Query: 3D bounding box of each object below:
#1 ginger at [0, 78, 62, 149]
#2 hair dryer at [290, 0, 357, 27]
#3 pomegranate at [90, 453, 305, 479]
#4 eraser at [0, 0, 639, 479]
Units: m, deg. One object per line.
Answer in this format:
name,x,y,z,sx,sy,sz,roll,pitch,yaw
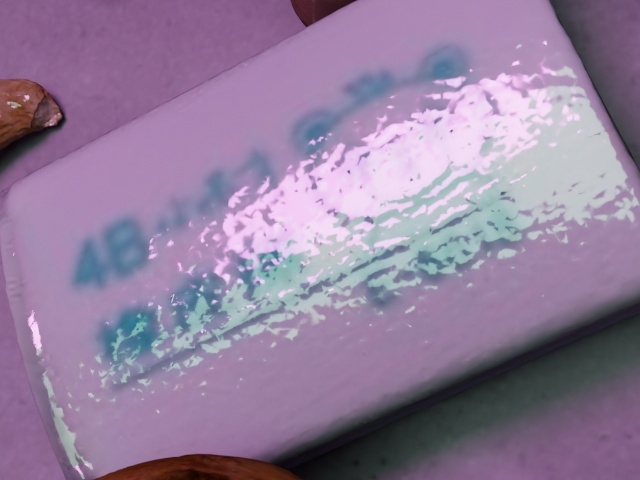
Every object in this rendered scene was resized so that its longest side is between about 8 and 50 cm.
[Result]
ginger,-0.215,-0.047,0.684,0.137,0.044,0.057,-43,38,0
hair dryer,0.071,-0.162,0.582,0.182,0.117,0.064,-16,75,-5
pomegranate,-0.057,0.224,0.447,0.281,0.281,0.281,-4,77,19
eraser,0.000,0.000,0.563,0.290,0.104,0.189,-27,67,12
